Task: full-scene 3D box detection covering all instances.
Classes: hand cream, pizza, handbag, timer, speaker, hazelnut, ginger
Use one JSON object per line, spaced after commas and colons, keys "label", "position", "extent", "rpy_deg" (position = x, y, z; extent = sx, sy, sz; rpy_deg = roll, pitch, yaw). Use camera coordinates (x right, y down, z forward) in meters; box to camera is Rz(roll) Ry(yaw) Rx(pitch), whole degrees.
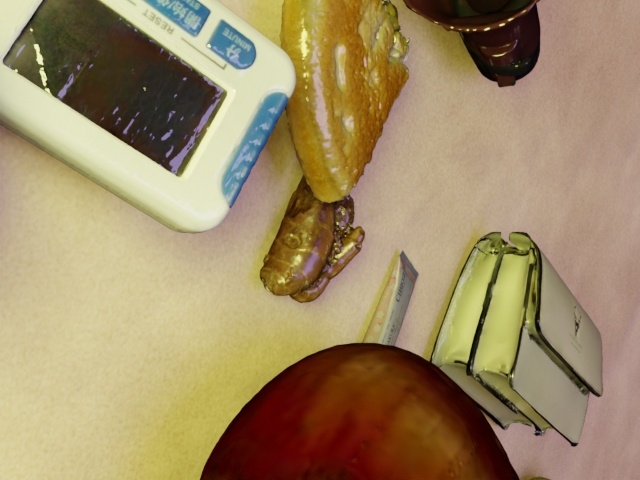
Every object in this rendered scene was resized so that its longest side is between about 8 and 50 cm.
{"label": "hand cream", "position": [0.087, 0.118, 1.146], "extent": [0.067, 0.043, 0.210], "rpy_deg": [49, 57, -46]}
{"label": "pizza", "position": [0.025, -0.196, 0.937], "extent": [0.229, 0.081, 0.289], "rpy_deg": [-22, 110, -52]}
{"label": "handbag", "position": [0.339, 0.167, 1.387], "extent": [0.358, 0.160, 0.237], "rpy_deg": [41, 60, -49]}
{"label": "timer", "position": [-0.157, -0.134, 0.676], "extent": [0.253, 0.078, 0.178], "rpy_deg": [35, 72, -24]}
{"label": "speaker", "position": [0.194, -0.336, 1.078], "extent": [0.259, 0.198, 0.329], "rpy_deg": [60, 11, 10]}
{"label": "hazelnut", "position": [0.059, 0.312, 0.912], "extent": [0.421, 0.353, 0.421], "rpy_deg": [13, 69, -34]}
{"label": "ginger", "position": [0.000, 0.000, 0.970], "extent": [0.103, 0.073, 0.162], "rpy_deg": [38, 69, -51]}

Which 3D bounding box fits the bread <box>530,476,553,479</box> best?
{"label": "bread", "position": [0.438, 0.593, 1.641], "extent": [0.270, 0.148, 0.270], "rpy_deg": [-18, 114, -48]}
